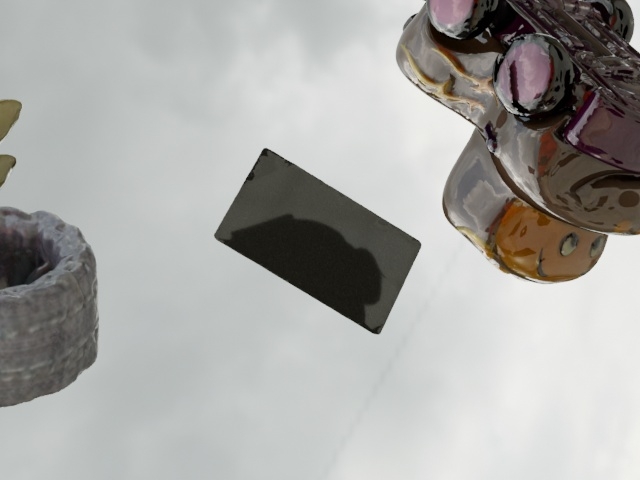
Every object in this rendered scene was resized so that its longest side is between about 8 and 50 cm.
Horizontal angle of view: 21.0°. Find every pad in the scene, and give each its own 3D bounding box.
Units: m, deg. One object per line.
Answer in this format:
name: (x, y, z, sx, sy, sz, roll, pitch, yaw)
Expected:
pad: (0.000, 0.000, 1.902, 0.143, 0.211, 0.003, -62, 7, -34)

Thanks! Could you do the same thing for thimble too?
thimble: (-0.237, 0.047, 1.284, 0.150, 0.150, 0.098, -41, -39, -50)

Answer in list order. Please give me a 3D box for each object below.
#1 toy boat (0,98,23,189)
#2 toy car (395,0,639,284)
toy boat: (-0.351, -0.045, 0.720, 0.136, 0.445, 0.162, 122, 152, -63)
toy car: (0.206, -0.124, 1.693, 0.271, 0.341, 0.240, 2, -50, -46)
